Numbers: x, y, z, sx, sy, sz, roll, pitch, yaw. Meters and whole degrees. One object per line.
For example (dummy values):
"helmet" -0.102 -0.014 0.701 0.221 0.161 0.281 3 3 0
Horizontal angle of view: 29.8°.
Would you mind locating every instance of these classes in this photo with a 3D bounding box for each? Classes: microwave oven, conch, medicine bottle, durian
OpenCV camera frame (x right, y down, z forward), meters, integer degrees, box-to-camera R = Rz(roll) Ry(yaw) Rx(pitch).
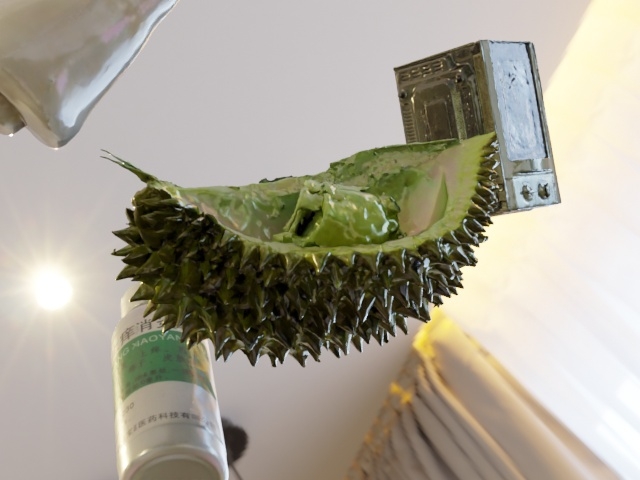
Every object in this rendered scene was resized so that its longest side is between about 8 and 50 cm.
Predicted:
"microwave oven" 0.184 -0.127 1.458 0.129 0.163 0.205 -8 -93 -47
"conch" -0.156 -0.121 0.702 0.094 0.104 0.176 37 -107 -4
"medicine bottle" -0.142 0.133 1.094 0.095 0.260 0.095 -6 -58 -9
"durian" -0.002 0.008 1.025 0.356 0.169 0.157 -6 -30 -20
